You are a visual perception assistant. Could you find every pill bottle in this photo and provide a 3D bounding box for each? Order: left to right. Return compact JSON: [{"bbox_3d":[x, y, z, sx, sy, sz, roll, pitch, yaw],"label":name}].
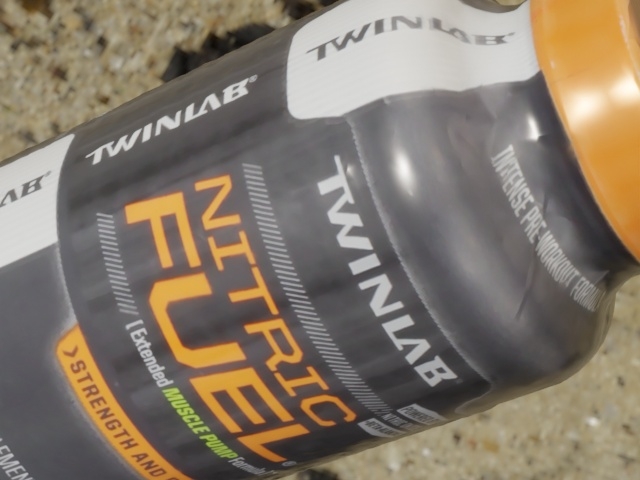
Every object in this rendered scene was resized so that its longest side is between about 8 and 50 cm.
[{"bbox_3d":[0.000,0.000,0.483,0.246,0.130,0.130,-23,128,24],"label":"pill bottle"}]
